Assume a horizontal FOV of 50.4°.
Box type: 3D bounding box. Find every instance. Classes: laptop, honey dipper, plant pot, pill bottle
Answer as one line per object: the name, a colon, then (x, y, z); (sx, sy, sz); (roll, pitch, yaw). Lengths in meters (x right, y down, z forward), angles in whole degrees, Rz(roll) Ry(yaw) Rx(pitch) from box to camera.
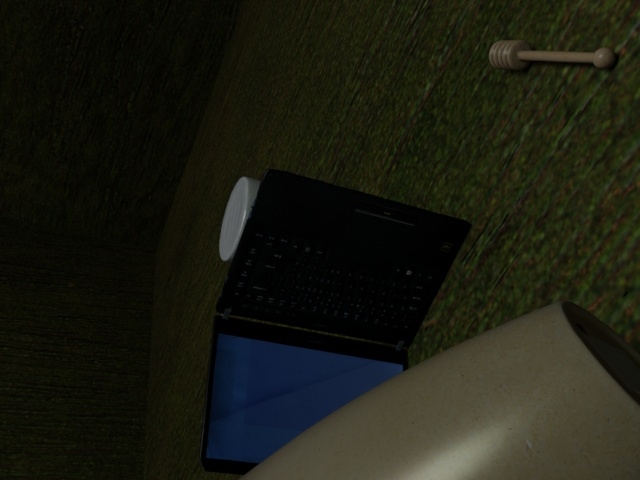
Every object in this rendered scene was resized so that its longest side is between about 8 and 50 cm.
laptop: (0.022, 0.096, 0.680); (0.136, 0.234, 0.264); (-116, 45, -58)
honey dipper: (0.216, -0.175, 0.642); (0.161, 0.030, 0.030); (35, 110, 65)
plant pot: (0.106, 0.177, 0.453); (0.274, 0.256, 0.256); (-50, 30, 19)
pill bottle: (0.000, 0.000, 0.811); (0.121, 0.221, 0.121); (-166, 90, -69)
